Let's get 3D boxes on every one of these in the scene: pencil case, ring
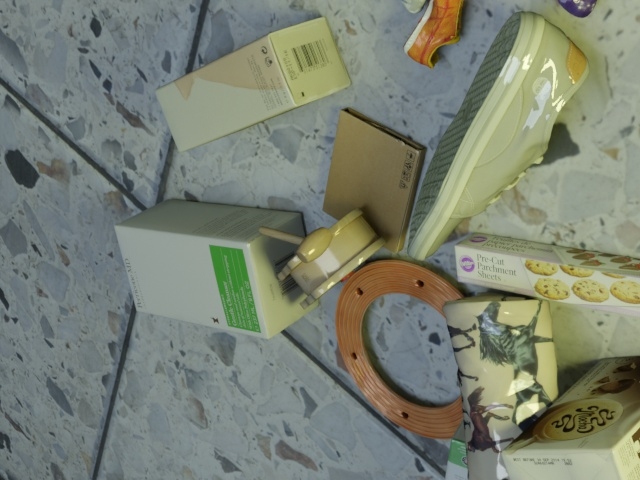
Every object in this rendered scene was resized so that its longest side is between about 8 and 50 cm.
[{"bbox_3d":[0.280,0.270,1.498,0.183,0.159,0.410,108,156,-80],"label":"pencil case"},{"bbox_3d":[0.163,0.185,1.742,0.336,0.032,0.337,22,126,34],"label":"ring"}]

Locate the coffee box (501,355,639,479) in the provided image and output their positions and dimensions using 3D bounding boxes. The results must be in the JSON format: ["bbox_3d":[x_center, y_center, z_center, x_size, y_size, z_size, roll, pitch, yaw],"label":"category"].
[{"bbox_3d":[0.402,0.265,1.370,0.168,0.297,0.119,-12,101,45],"label":"coffee box"}]

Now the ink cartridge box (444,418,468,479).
[{"bbox_3d":[0.287,0.407,1.678,0.154,0.093,0.212,16,121,20],"label":"ink cartridge box"}]

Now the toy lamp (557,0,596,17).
[{"bbox_3d":[0.390,-0.375,1.204,0.080,0.080,0.274,57,137,4],"label":"toy lamp"}]

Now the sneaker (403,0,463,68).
[{"bbox_3d":[0.181,-0.322,1.448,0.067,0.064,0.175,31,138,3],"label":"sneaker"}]

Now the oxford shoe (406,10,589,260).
[{"bbox_3d":[0.238,-0.118,1.440,0.130,0.169,0.449,18,134,-9],"label":"oxford shoe"}]

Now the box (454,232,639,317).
[{"bbox_3d":[0.348,0.049,1.475,0.324,0.063,0.067,12,118,39],"label":"box"}]

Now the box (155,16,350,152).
[{"bbox_3d":[-0.118,-0.253,1.688,0.311,0.148,0.121,-14,101,44],"label":"box"}]

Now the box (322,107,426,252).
[{"bbox_3d":[0.083,-0.098,1.672,0.164,0.021,0.201,31,130,27],"label":"box"}]

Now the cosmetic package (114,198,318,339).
[{"bbox_3d":[-0.198,0.045,1.912,0.365,0.155,0.197,5,116,40],"label":"cosmetic package"}]

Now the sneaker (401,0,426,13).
[{"bbox_3d":[0.090,-0.401,1.477,0.191,0.071,0.083,53,161,20],"label":"sneaker"}]

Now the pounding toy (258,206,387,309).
[{"bbox_3d":[0.000,0.000,1.692,0.155,0.154,0.269,51,164,3],"label":"pounding toy"}]
